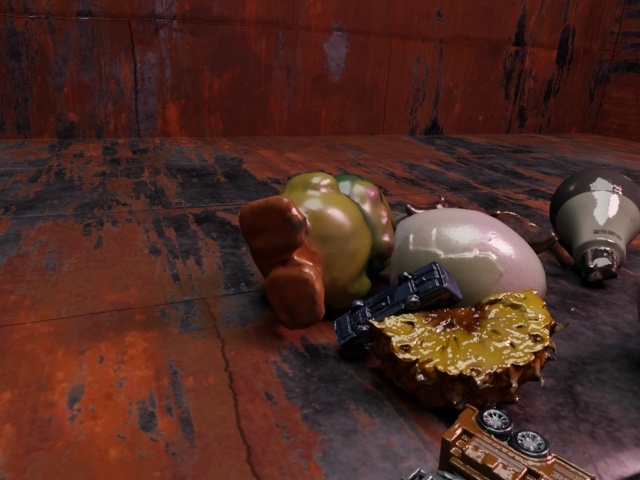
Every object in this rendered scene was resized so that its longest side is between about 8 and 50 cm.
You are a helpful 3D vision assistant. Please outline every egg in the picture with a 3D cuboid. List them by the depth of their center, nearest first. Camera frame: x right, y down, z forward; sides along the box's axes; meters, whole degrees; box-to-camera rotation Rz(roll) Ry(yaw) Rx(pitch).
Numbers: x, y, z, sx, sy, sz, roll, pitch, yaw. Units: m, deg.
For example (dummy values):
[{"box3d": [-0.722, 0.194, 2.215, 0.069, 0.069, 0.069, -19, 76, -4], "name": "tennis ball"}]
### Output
[{"box3d": [0.208, 0.046, 0.725, 0.217, 0.183, 0.183, 6, 21, 13], "name": "egg"}]

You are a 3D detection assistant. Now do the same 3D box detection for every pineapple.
[{"box3d": [0.173, 0.135, 0.577, 0.233, 0.080, 0.135, -12, 48, 0], "name": "pineapple"}]

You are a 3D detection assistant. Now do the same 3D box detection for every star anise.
[{"box3d": [0.289, -0.009, 0.912, 0.349, 0.109, 0.292, 13, 2, 18], "name": "star anise"}]

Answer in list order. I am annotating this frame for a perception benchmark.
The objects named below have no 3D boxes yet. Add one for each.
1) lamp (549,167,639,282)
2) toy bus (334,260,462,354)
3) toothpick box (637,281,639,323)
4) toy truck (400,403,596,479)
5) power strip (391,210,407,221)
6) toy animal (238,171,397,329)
[{"box3d": [0.579, -0.026, 1.019, 0.181, 0.182, 0.314, 5, 35, 4], "name": "lamp"}, {"box3d": [0.095, 0.090, 0.643, 0.065, 0.166, 0.047, 35, 32, -36], "name": "toy bus"}, {"box3d": [0.615, 0.064, 0.648, 0.354, 0.263, 0.263, -6, 22, -26], "name": "toothpick box"}, {"box3d": [0.165, 0.221, 0.397, 0.115, 0.080, 0.177, -22, 31, -39], "name": "toy truck"}, {"box3d": [0.167, -0.034, 1.133, 0.285, 0.048, 0.080, 15, 23, 33], "name": "power strip"}, {"box3d": [-0.002, 0.000, 0.809, 0.191, 0.216, 0.338, -16, 7, 33], "name": "toy animal"}]
